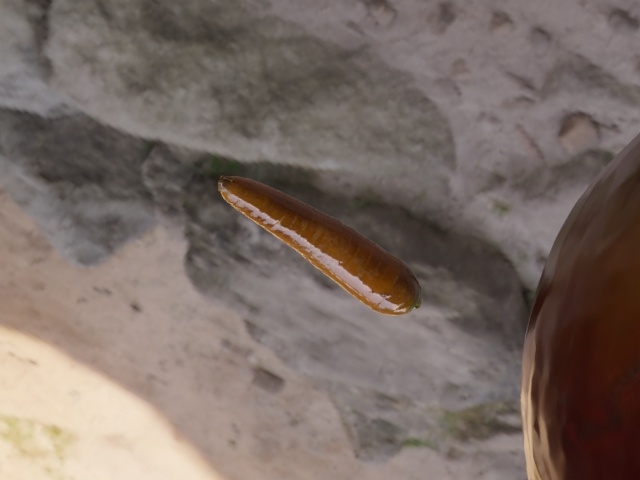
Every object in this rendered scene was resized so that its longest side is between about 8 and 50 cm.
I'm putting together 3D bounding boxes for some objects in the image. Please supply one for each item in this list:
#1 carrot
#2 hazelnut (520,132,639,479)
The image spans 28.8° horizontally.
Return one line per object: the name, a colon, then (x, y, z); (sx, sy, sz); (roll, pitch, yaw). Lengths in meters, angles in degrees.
carrot: (-0.001, 0.000, 1.227); (0.271, 0.066, 0.062); (35, 141, -27)
hazelnut: (0.301, 0.076, 0.718); (0.402, 0.402, 0.429); (0, 174, 40)
